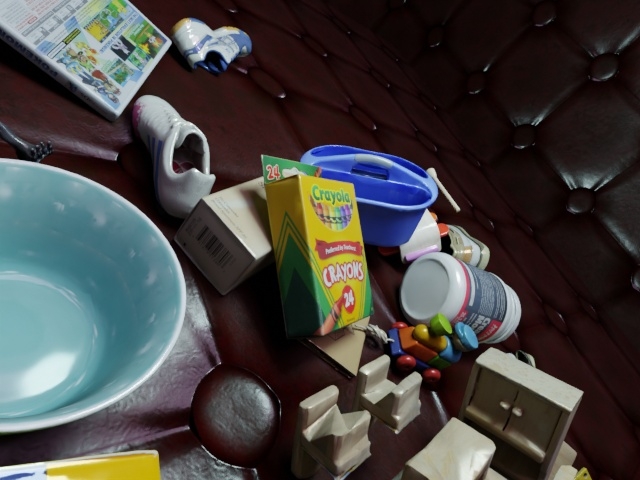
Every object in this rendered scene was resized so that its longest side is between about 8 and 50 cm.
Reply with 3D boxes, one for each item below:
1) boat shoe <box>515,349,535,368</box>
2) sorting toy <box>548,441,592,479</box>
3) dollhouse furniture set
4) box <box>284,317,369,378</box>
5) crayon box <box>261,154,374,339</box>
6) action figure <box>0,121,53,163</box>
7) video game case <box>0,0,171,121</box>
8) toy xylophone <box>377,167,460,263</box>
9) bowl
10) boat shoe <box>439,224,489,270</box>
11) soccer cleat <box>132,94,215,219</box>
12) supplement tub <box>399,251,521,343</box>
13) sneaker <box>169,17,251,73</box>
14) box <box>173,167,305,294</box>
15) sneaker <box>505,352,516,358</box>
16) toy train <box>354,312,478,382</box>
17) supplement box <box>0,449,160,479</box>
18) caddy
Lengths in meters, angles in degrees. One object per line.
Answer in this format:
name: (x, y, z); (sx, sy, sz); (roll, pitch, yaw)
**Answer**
boat shoe: (0.585, 0.374, 1.231); (0.049, 0.056, 0.152); (34, 25, -7)
sorting toy: (0.479, 0.484, 0.947); (0.274, 0.046, 0.132); (41, 73, -9)
dollhouse furniture set: (0.209, 0.364, 0.638); (0.362, 0.256, 0.394); (24, 26, 39)
box: (0.023, 0.159, 0.888); (0.164, 0.021, 0.201); (38, 34, -9)
crayon box: (0.000, 0.000, 0.794); (0.202, 0.081, 0.318); (-5, 85, -58)
action figure: (-0.518, -0.185, 0.580); (0.276, 0.141, 0.164); (36, 46, -16)
video game case: (-0.488, -0.442, 0.888); (0.300, 0.036, 0.329); (40, 39, -31)
toy xylophone: (0.253, -0.090, 1.236); (0.081, 0.236, 0.322); (76, 2, -49)
bowl: (-0.329, 0.077, 0.472); (0.312, 0.163, 0.311); (29, 36, -24)
boat shoe: (0.369, 0.008, 1.273); (0.103, 0.113, 0.302); (12, 7, -13)
soccer cleat: (-0.275, -0.193, 0.841); (0.116, 0.143, 0.331); (5, 50, -44)
supplement tub: (0.352, 0.153, 1.091); (0.272, 0.191, 0.191); (20, 40, -31)
sneaker: (-0.298, -0.542, 1.258); (0.296, 0.112, 0.131); (-28, 93, -54)
box: (-0.114, -0.035, 0.861); (0.148, 0.121, 0.311); (47, 33, 3)
sneaker: (0.458, 0.390, 1.058); (0.126, 0.091, 0.240); (54, 40, -7)
toy train: (0.209, 0.199, 0.911); (0.248, 0.143, 0.105); (33, 34, -30)
supplement box: (-0.213, 0.349, 0.254); (0.195, 0.194, 0.356); (19, 40, -46)
caddy: (0.111, -0.130, 1.066); (0.341, 0.179, 0.241); (10, 39, -4)
